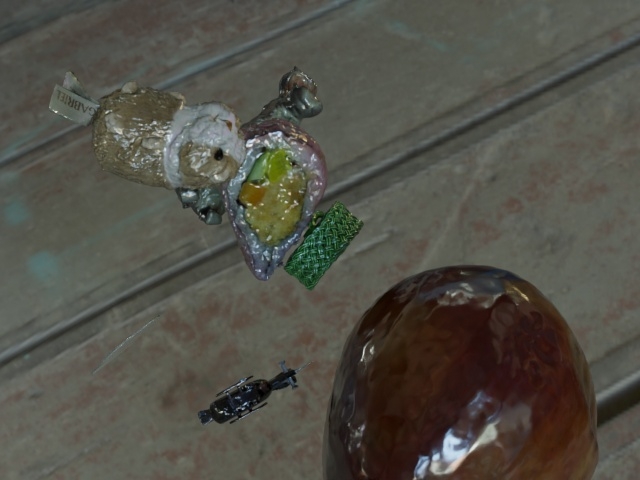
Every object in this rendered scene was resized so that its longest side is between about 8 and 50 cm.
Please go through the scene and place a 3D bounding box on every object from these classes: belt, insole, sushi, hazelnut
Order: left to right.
[{"bbox_3d":[-0.188,0.101,0.890,0.065,0.004,0.197,-39,1,-26],"label":"insole"},{"bbox_3d":[-0.063,-0.067,1.357,0.161,0.241,0.107,-21,28,-7],"label":"sushi"},{"bbox_3d":[0.000,0.000,1.412,0.079,0.121,0.151,40,46,2],"label":"belt"},{"bbox_3d":[0.165,0.245,1.193,0.421,0.421,0.353,-39,67,-22],"label":"hazelnut"}]

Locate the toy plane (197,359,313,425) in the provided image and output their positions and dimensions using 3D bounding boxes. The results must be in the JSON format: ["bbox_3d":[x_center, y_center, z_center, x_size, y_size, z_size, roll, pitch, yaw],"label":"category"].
[{"bbox_3d":[-0.098,0.232,1.430,0.197,0.078,0.053,-28,83,-10],"label":"toy plane"}]

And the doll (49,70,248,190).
[{"bbox_3d":[-0.189,-0.113,1.008,0.221,0.115,0.105,12,57,-5],"label":"doll"}]

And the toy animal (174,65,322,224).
[{"bbox_3d":[-0.109,-0.166,1.609,0.343,0.106,0.168,-46,24,-12],"label":"toy animal"}]
